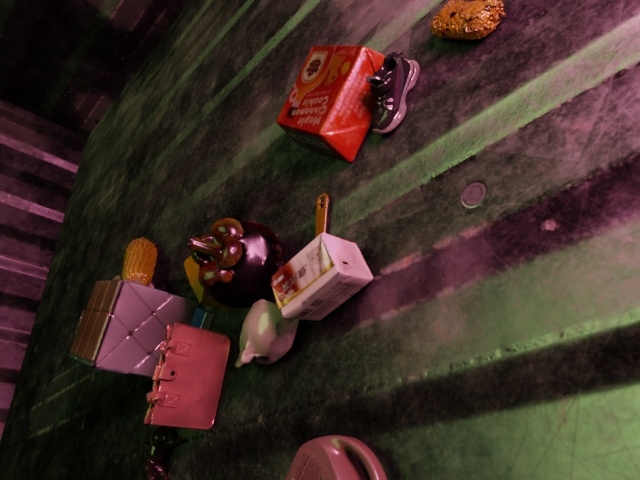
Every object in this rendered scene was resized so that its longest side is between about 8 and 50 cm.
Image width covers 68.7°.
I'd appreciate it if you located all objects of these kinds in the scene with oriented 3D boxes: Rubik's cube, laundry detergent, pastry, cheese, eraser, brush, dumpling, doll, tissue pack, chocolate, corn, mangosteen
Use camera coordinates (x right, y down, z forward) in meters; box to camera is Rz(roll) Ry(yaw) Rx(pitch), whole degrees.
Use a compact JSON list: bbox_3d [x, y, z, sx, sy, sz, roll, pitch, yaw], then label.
[{"bbox_3d":[-0.502,0.240,1.263,0.225,0.231,0.221,-8,64,49],"label":"Rubik's cube"},{"bbox_3d":[0.044,0.385,0.668,0.237,0.076,0.171,14,82,51],"label":"laundry detergent"},{"bbox_3d":[0.265,-0.403,0.857,0.080,0.056,0.140,-50,33,7],"label":"pastry"},{"bbox_3d":[-0.266,0.097,1.173,0.126,0.093,0.171,-40,45,25],"label":"cheese"},{"bbox_3d":[-0.313,0.221,1.212,0.063,0.027,0.084,9,78,50],"label":"eraser"},{"bbox_3d":[0.000,0.000,0.977,0.083,0.010,0.218,-20,59,42],"label":"brush"},{"bbox_3d":[-0.114,0.180,0.960,0.150,0.093,0.176,29,102,66],"label":"dumpling"},{"bbox_3d":[-0.399,0.515,1.135,0.165,0.057,0.139,3,75,55],"label":"doll"},{"bbox_3d":[0.000,0.070,0.858,0.149,0.106,0.099,-41,56,27],"label":"tissue pack"},{"bbox_3d":[0.026,-0.316,1.046,0.237,0.108,0.234,33,98,50],"label":"chocolate"},{"bbox_3d":[-0.582,0.080,1.508,0.106,0.106,0.305,-58,26,10],"label":"corn"},{"bbox_3d":[-0.181,0.040,0.994,0.194,0.230,0.194,-13,59,23],"label":"mangosteen"}]

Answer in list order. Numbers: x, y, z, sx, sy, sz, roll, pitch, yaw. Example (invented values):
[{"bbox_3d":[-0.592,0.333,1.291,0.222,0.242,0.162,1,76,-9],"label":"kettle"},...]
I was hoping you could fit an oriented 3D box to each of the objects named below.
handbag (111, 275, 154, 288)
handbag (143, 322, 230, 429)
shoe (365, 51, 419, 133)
[{"bbox_3d":[-0.637,0.215,1.522,0.179,0.116,0.204,5,75,51],"label":"handbag"},{"bbox_3d":[-0.294,0.303,1.039,0.059,0.157,0.212,-15,59,45],"label":"handbag"},{"bbox_3d":[0.127,-0.299,0.924,0.071,0.099,0.169,20,86,50],"label":"shoe"}]
